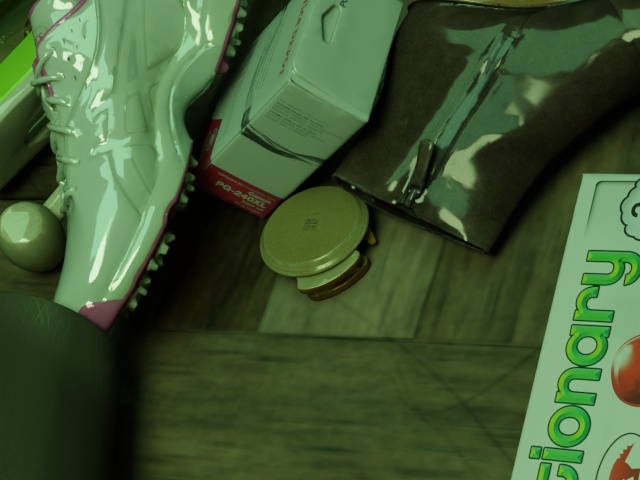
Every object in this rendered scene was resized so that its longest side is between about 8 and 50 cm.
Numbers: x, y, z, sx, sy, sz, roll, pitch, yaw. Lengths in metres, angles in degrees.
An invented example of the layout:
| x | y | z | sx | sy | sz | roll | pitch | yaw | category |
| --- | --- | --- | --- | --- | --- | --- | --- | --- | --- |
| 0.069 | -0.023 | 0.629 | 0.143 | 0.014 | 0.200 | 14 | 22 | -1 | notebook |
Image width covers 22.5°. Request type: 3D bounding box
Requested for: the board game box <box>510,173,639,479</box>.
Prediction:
| x | y | z | sx | sy | sz | roll | pitch | yaw | category |
| --- | --- | --- | --- | --- | --- | --- | --- | --- | --- |
| 0.183 | 0.114 | 0.726 | 0.193 | 0.053 | 0.305 | 2 | 65 | 34 | board game box |

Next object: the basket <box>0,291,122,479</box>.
| x | y | z | sx | sy | sz | roll | pitch | yaw | category |
| --- | --- | --- | --- | --- | --- | --- | --- | --- | --- |
| -0.203 | 0.156 | 0.954 | 0.204 | 0.154 | 0.227 | -14 | 44 | 23 | basket |

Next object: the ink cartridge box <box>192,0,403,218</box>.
| x | y | z | sx | sy | sz | roll | pitch | yaw | category |
| --- | --- | --- | --- | --- | --- | --- | --- | --- | --- |
| -0.016 | -0.099 | 1.070 | 0.150 | 0.063 | 0.109 | -39 | 28 | 52 | ink cartridge box |

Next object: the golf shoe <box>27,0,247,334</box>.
| x | y | z | sx | sy | sz | roll | pitch | yaw | category |
| --- | --- | --- | --- | --- | --- | --- | --- | --- | --- |
| -0.144 | -0.081 | 1.071 | 0.115 | 0.140 | 0.306 | 139 | 148 | -64 | golf shoe |

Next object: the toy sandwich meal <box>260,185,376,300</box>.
| x | y | z | sx | sy | sz | roll | pitch | yaw | category |
| --- | --- | --- | --- | --- | --- | --- | --- | --- | --- |
| 0.000 | 0.000 | 1.059 | 0.085 | 0.029 | 0.085 | -15 | 45 | 16 | toy sandwich meal |

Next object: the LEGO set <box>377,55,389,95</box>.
| x | y | z | sx | sy | sz | roll | pitch | yaw | category |
| --- | --- | --- | --- | --- | --- | --- | --- | --- | --- |
| 0.041 | -0.110 | 1.131 | 0.083 | 0.023 | 0.054 | -26 | 46 | 6 | LEGO set |

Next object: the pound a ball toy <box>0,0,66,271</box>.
| x | y | z | sx | sy | sz | roll | pitch | yaw | category |
| --- | --- | --- | --- | --- | --- | --- | --- | --- | --- |
| -0.185 | -0.135 | 1.217 | 0.208 | 0.136 | 0.319 | 37 | 69 | 11 | pound a ball toy |

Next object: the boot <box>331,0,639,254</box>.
| x | y | z | sx | sy | sz | roll | pitch | yaw | category |
| --- | --- | --- | --- | --- | --- | --- | --- | --- | --- |
| 0.152 | -0.080 | 1.020 | 0.248 | 0.090 | 0.207 | 22 | 80 | 23 | boot |
